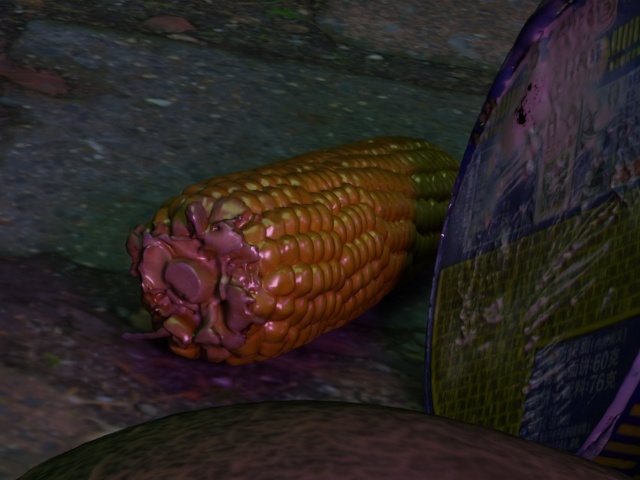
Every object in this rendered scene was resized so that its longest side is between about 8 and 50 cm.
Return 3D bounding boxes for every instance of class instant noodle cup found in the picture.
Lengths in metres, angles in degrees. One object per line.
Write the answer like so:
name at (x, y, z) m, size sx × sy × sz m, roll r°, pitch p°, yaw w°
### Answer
instant noodle cup at (0.247, 0.030, 0.944) m, size 0.312 × 0.284 × 0.284 m, roll 14°, pitch 19°, yaw -17°

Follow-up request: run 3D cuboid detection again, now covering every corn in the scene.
corn at (0.000, 0.000, 1.090) m, size 0.106 × 0.106 × 0.305 m, roll 20°, pitch 19°, yaw 23°

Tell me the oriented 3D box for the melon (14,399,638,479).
melon at (0.032, 0.170, 0.468) m, size 0.329 × 0.248 × 0.248 m, roll 16°, pitch 21°, yaw 5°
